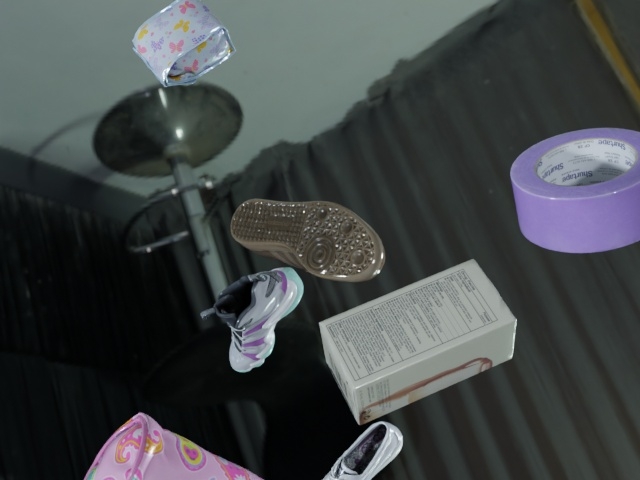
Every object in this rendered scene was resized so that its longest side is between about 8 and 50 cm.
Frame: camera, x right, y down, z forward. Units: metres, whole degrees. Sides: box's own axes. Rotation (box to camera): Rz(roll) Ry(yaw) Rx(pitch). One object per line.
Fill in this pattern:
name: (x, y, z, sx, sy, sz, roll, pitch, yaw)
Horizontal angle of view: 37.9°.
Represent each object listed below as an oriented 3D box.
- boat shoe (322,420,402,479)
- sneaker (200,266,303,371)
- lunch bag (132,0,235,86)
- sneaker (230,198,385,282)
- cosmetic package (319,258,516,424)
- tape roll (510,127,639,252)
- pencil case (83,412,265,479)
boat shoe: (0.045, 0.336, 1.348, 0.184, 0.066, 0.063, -42, 142, -2)
sneaker: (-0.062, 0.059, 0.684, 0.069, 0.038, 0.098, 0, 127, -45)
lunch bag: (-0.141, -0.199, 0.945, 0.083, 0.071, 0.053, -36, 150, -10)
sneaker: (0.000, 0.000, 0.861, 0.071, 0.188, 0.066, 25, 86, -46)
cosmetic package: (0.164, 0.171, 1.581, 0.296, 0.153, 0.129, -21, 141, -9)
tape roll: (0.343, -0.067, 1.191, 0.189, 0.189, 0.080, -19, 119, -3)
pencil case: (-0.120, 0.305, 1.035, 0.284, 0.124, 0.124, 38, 122, -26)
